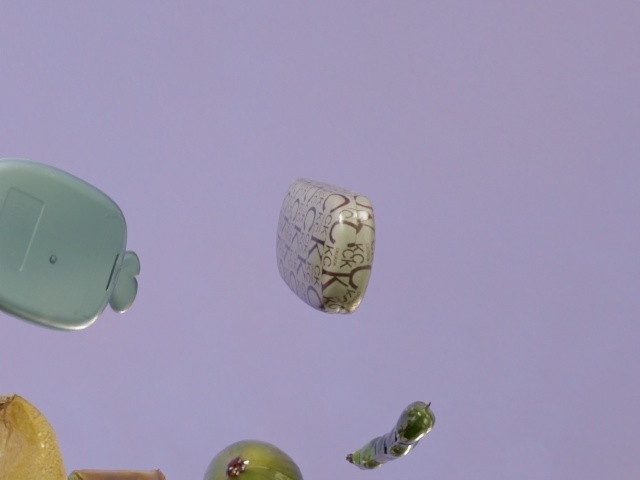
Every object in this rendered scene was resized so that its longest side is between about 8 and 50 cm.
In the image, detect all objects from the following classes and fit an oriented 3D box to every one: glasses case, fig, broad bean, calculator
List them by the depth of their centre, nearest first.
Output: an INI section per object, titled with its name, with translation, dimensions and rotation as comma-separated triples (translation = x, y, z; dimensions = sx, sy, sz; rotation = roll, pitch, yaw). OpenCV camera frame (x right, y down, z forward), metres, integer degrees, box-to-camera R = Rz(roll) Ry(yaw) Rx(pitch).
[calculator]
translation = -0.322, 0.011, 1.163
dimensions = 0.303, 0.042, 0.188
rotation = 30, -111, -50
[glasses case]
translation = 0.000, 0.000, 1.169
dimensions = 0.085, 0.355, 0.137
rotation = 8, -85, -11
[broad bean]
translation = 0.095, 0.260, 1.255
dimensions = 0.053, 0.052, 0.256
rotation = 21, -29, -8
[fig]
translation = -0.140, 0.475, 1.829
dimensions = 0.203, 0.203, 0.225
rotation = -28, -33, 0

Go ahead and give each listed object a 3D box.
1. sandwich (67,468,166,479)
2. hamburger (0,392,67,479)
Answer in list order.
[sandwich]
translation = -0.346, 0.423, 1.453
dimensions = 0.155, 0.227, 0.198
rotation = -36, -61, 15
[hamburger]
translation = -0.385, 0.275, 1.115
dimensions = 0.108, 0.213, 0.213
rotation = -13, -50, 13
